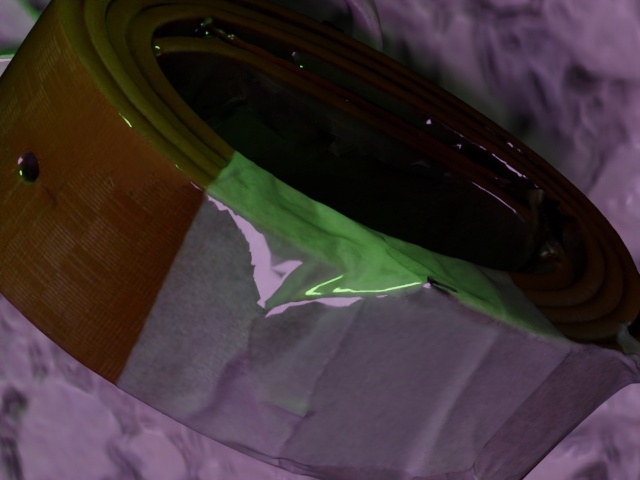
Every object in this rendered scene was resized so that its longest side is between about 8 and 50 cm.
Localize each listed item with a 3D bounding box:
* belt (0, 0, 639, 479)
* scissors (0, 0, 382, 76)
[{"bbox_3d":[0.000,0.000,0.693,0.261,0.184,0.105,28,117,-23],"label":"belt"},{"bbox_3d":[-0.095,-0.056,0.775,0.242,0.030,0.118,-2,126,0],"label":"scissors"}]
